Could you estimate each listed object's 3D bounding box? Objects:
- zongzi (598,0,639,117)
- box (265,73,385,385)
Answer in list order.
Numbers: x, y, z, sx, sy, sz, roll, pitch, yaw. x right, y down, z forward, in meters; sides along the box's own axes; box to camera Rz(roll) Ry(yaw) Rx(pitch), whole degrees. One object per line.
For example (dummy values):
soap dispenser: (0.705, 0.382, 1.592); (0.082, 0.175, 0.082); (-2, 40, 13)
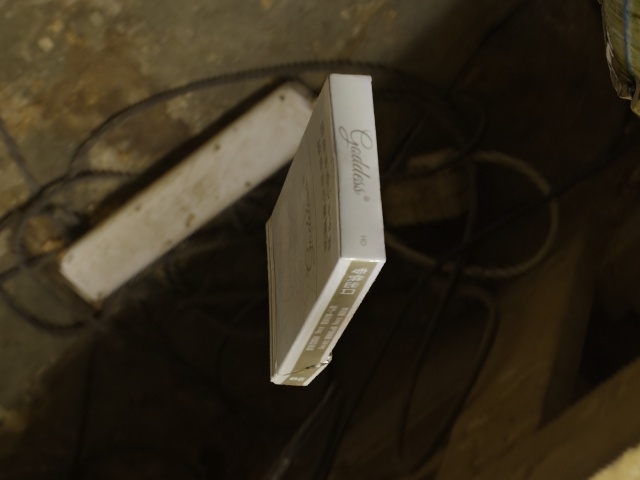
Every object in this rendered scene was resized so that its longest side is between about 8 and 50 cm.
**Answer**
zongzi: (0.326, -0.188, 0.995); (0.208, 0.432, 0.403); (-13, 125, -17)
box: (0.000, 0.000, 0.900); (0.029, 0.109, 0.198); (2, 156, -11)
